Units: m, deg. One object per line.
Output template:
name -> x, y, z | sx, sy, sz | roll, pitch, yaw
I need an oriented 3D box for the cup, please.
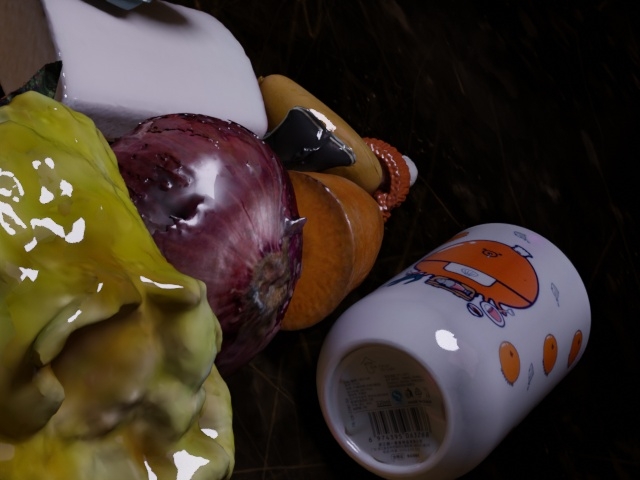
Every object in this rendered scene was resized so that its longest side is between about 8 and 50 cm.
cup -> 0.143, 0.124, 1.141 | 0.317, 0.212, 0.212 | -28, 86, -55

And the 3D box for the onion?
onion -> -0.133, 0.009, 0.911 | 0.252, 0.219, 0.252 | -28, 124, -51

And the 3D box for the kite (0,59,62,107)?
kite -> -0.281, -0.054, 0.812 | 0.009, 0.232, 0.189 | 41, -13, 33

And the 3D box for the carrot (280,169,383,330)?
carrot -> 0.000, 0.000, 1.138 | 0.159, 0.159, 0.225 | 62, 21, 5

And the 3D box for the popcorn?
popcorn -> -0.232, 0.091, 0.670 | 0.334, 0.293, 0.292 | -30, 126, -23

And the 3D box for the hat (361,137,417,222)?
hat -> 0.079, -0.079, 1.349 | 0.162, 0.093, 0.112 | -15, 86, -74

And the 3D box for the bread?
bread -> -0.011, -0.111, 1.221 | 0.189, 0.114, 0.077 | 39, 73, -11

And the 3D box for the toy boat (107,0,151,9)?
toy boat -> -0.199, -0.293, 0.984 | 0.296, 0.122, 0.114 | 16, 27, -29

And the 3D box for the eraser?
eraser -> -0.189, -0.176, 1.056 | 0.270, 0.094, 0.174 | 1, 57, -50

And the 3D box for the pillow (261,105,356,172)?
pillow -> -0.034, -0.095, 1.154 | 0.091, 0.135, 0.055 | 15, 64, -39
